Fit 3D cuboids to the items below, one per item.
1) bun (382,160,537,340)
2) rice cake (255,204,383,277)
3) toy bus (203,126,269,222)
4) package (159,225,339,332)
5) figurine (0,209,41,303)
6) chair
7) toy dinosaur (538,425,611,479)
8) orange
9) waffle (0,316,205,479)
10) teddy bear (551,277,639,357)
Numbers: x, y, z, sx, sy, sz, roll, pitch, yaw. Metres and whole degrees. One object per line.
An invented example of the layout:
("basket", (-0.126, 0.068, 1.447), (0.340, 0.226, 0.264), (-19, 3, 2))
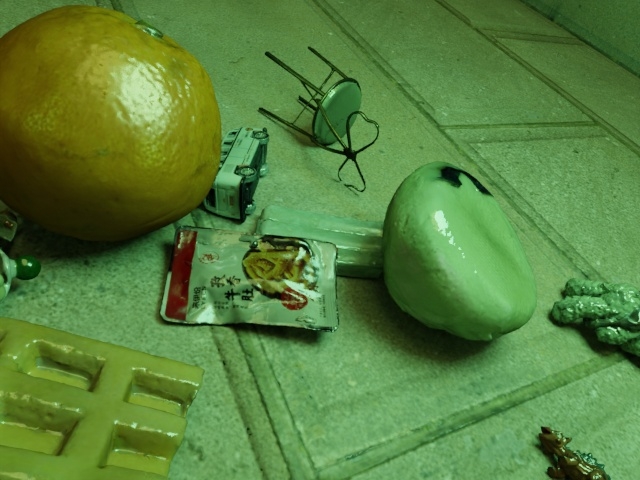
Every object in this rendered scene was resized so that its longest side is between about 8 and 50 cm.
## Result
("bun", (0.186, 0.027, 0.738), (0.283, 0.179, 0.283), (29, 45, -34))
("rice cake", (0.000, 0.000, 0.790), (0.211, 0.038, 0.124), (12, 43, -7))
("toy bus", (-0.141, -0.123, 0.834), (0.089, 0.087, 0.194), (9, 43, 2))
("package", (-0.091, 0.054, 0.682), (0.239, 0.030, 0.154), (4, 53, -6))
("figurine", (-0.410, 0.018, 0.574), (0.147, 0.093, 0.197), (12, 40, -24))
("chair", (0.025, -0.254, 0.986), (0.326, 0.160, 0.170), (39, 46, 26))
("toy dinosaur", (0.328, 0.295, 0.599), (0.055, 0.049, 0.154), (-13, 46, -35))
("orange", (-0.282, -0.149, 0.650), (0.312, 0.312, 0.312), (11, 43, -10))
("waffle", (-0.265, 0.177, 0.368), (0.304, 0.077, 0.348), (20, 18, -13))
("teddy bear", (0.504, 0.125, 0.798), (0.213, 0.111, 0.133), (33, 47, 16))
